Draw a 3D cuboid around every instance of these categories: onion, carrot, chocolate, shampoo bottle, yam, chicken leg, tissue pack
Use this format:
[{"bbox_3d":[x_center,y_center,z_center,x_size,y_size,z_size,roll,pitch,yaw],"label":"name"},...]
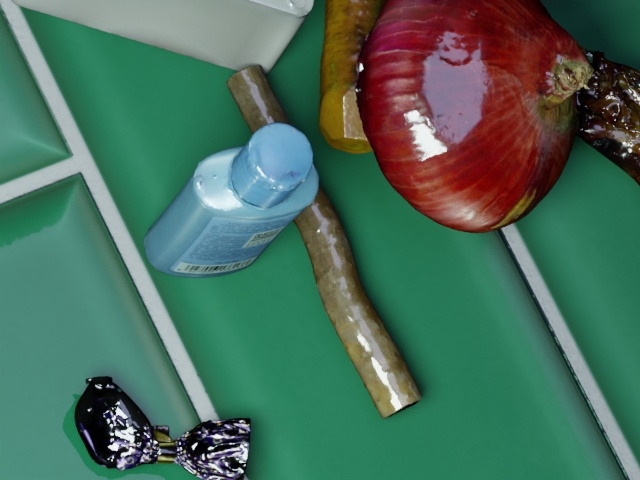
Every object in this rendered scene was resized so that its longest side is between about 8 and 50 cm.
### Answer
[{"bbox_3d":[0.135,-0.130,1.665,0.248,0.161,0.248,14,63,-29],"label":"onion"},{"bbox_3d":[0.038,-0.231,1.738,0.066,0.066,0.314,9,71,-15],"label":"carrot"},{"bbox_3d":[-0.130,0.162,1.574,0.147,0.070,0.072,16,80,-2],"label":"chocolate"},{"bbox_3d":[-0.065,-0.030,1.536,0.104,0.258,0.061,-4,76,-19],"label":"shampoo bottle"},{"bbox_3d":[0.000,0.000,1.667,0.045,0.045,0.327,-27,81,9],"label":"yam"},{"bbox_3d":[0.299,-0.093,1.779,0.234,0.063,0.105,40,71,-3],"label":"chicken leg"},{"bbox_3d":[-0.127,-0.266,1.657,0.246,0.136,0.159,16,69,-12],"label":"tissue pack"}]
